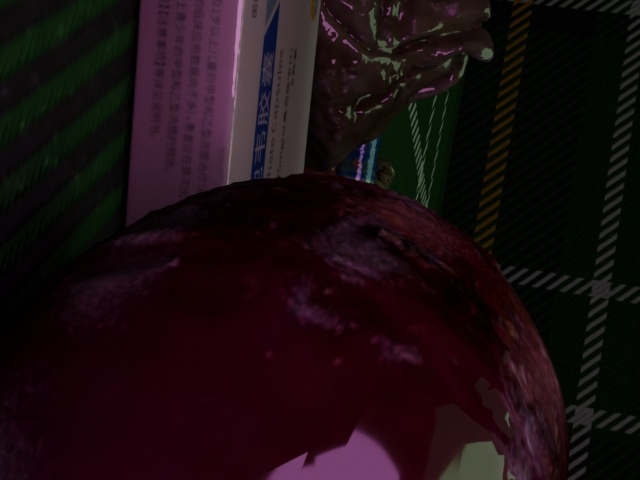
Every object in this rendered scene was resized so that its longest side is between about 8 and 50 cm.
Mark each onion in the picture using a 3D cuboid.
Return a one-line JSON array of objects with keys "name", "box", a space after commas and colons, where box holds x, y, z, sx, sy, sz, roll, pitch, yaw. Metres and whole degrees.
[{"name": "onion", "box": [-0.043, 0.134, 0.412, 0.336, 0.282, 0.260, -68, 168, 6]}]

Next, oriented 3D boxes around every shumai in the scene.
[{"name": "shumai", "box": [0.059, -0.158, 0.882, 0.184, 0.185, 0.218, -62, 158, -60]}]

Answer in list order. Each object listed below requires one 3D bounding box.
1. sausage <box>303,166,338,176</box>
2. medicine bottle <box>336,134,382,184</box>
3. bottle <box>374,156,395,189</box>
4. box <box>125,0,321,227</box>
[{"name": "sausage", "box": [0.000, 0.000, 1.018, 0.197, 0.076, 0.076, 86, 17, -56]}, {"name": "medicine bottle", "box": [0.057, -0.163, 1.239, 0.051, 0.051, 0.191, -3, 102, -79]}, {"name": "bottle", "box": [0.076, -0.074, 1.422, 0.047, 0.063, 0.101, -52, -172, 41]}, {"name": "box", "box": [-0.058, -0.080, 0.657, 0.200, 0.065, 0.343, -43, 141, -72]}]
